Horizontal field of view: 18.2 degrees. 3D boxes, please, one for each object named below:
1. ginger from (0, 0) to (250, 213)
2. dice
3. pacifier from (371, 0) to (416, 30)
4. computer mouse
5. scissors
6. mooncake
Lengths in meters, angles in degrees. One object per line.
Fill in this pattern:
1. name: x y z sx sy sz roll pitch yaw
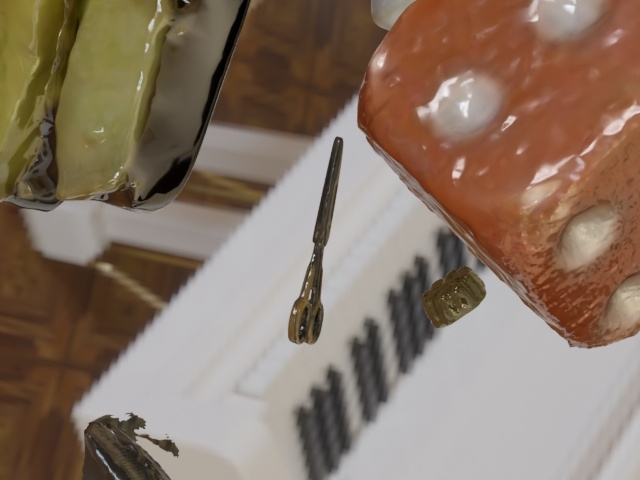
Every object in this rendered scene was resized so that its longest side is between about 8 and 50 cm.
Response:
1. ginger: -0.209 -0.224 1.284 0.211 0.358 0.414 12 75 -37
2. dice: 0.142 -0.062 1.128 0.179 0.175 0.174 -42 140 2
3. pacifier: 0.158 -0.201 1.502 0.233 0.244 0.299 23 51 -30
4. computer mouse: -0.120 0.179 1.350 0.079 0.047 0.135 23 42 -66
5. scissors: 0.000 0.000 2.077 0.088 0.017 0.220 9 92 -72
6. mooncake: -0.022 0.110 1.704 0.346 0.150 0.057 -24 94 -24
